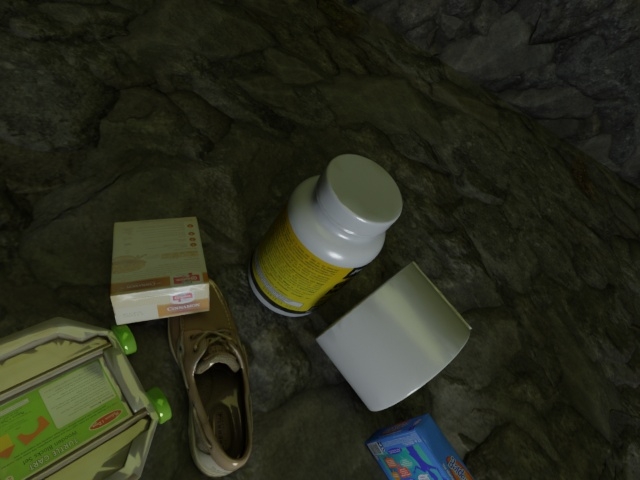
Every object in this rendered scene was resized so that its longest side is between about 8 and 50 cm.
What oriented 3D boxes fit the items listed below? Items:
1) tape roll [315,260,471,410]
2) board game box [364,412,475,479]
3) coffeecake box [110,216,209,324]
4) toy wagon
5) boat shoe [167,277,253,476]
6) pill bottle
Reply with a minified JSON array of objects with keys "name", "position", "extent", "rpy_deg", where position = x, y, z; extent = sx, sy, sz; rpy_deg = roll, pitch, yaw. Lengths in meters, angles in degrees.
[{"name":"tape roll","position":[0.134,0.179,0.799],"extent":[0.246,0.246,0.169],"rpy_deg":[-31,77,-41]},{"name":"board game box","position":[0.191,0.420,0.722],"extent":[0.047,0.160,0.210],"rpy_deg":[-24,74,-40]},{"name":"coffeecake box","position":[-0.274,0.043,0.711],"extent":[0.143,0.068,0.185],"rpy_deg":[-6,40,-20]},{"name":"toy wagon","position":[-0.347,0.277,0.565],"extent":[0.267,0.068,0.344],"rpy_deg":[-24,74,-39]},{"name":"boat shoe","position":[-0.173,0.198,0.692],"extent":[0.122,0.110,0.340],"rpy_deg":[-4,60,-33]},{"name":"pill bottle","position":[0.000,0.000,0.782],"extent":[0.188,0.334,0.187],"rpy_deg":[15,53,-21]}]
